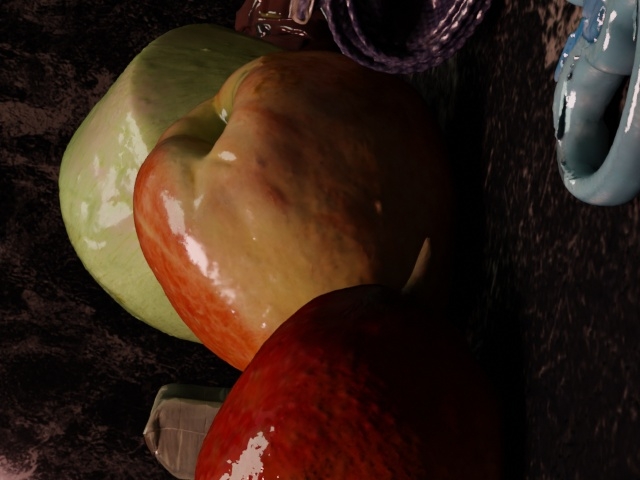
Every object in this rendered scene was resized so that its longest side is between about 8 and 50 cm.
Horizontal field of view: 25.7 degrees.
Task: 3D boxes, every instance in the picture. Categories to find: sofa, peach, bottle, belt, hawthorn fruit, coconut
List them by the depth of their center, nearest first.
[{"bbox_3d":[0.032,0.122,0.833,0.189,0.189,0.251,-117,49,-79],"label":"hawthorn fruit"},{"bbox_3d":[0.051,-0.229,0.870,0.126,0.139,0.230,-95,7,-48],"label":"belt"},{"bbox_3d":[0.000,0.000,0.987,0.232,0.257,0.232,-38,19,15],"label":"peach"},{"bbox_3d":[-0.089,-0.054,1.358,0.281,0.328,0.328,-27,-50,-50],"label":"coconut"},{"bbox_3d":[-0.065,0.144,1.434,0.210,0.225,0.176,-166,76,-87],"label":"sofa"},{"bbox_3d":[-0.037,-0.288,1.782,0.156,0.143,0.271,116,155,-77],"label":"bottle"}]

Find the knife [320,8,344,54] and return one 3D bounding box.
[{"bbox_3d":[0.023,-0.200,1.446,0.123,0.053,0.278,112,142,-64],"label":"knife"}]

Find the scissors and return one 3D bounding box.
[{"bbox_3d":[0.138,-0.141,0.494,0.393,0.032,0.180,110,162,-70],"label":"scissors"}]
